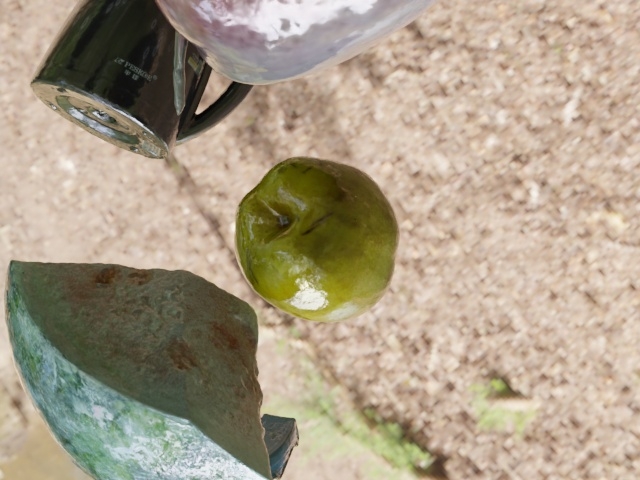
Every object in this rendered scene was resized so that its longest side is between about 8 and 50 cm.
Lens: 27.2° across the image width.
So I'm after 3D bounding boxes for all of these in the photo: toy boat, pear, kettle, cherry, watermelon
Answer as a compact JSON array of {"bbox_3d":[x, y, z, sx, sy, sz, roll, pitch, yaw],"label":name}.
[{"bbox_3d":[-0.085,0.327,1.935,0.075,0.185,0.077,5,113,16],"label":"toy boat"},{"bbox_3d":[0.000,0.000,1.535,0.200,0.200,0.200,25,131,32],"label":"pear"},{"bbox_3d":[-0.212,-0.269,1.815,0.268,0.290,0.207,29,166,-11],"label":"kettle"},{"bbox_3d":[-0.018,-0.309,1.386,0.326,0.334,0.291,70,-165,-81],"label":"cherry"},{"bbox_3d":[-0.176,0.149,1.493,0.387,0.258,0.228,35,146,20],"label":"watermelon"}]
